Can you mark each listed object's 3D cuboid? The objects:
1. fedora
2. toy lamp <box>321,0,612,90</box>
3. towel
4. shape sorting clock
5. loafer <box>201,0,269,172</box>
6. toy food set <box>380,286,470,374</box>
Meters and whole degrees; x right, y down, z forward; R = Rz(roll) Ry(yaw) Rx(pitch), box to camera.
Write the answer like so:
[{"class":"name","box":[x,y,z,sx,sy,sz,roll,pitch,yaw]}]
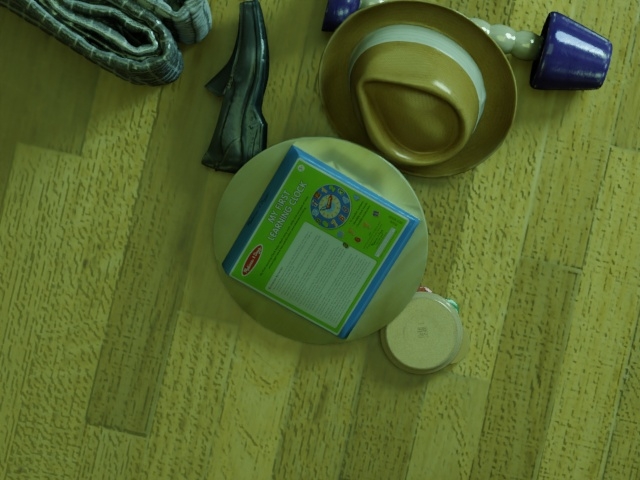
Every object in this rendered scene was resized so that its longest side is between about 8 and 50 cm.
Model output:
[{"class":"fedora","box":[0.087,-0.129,1.830,0.194,0.079,0.194,4,119,7]},{"class":"toy lamp","box":[0.141,-0.200,1.870,0.275,0.080,0.080,13,88,-1]},{"class":"towel","box":[-0.240,-0.247,1.784,0.284,0.235,0.121,33,92,0]},{"class":"shape sorting clock","box":[0.000,0.000,1.859,0.206,0.040,0.206,1,110,4]},{"class":"loafer","box":[-0.081,-0.147,1.872,0.061,0.062,0.170,3,87,3]},{"class":"toy food set","box":[0.098,0.088,1.888,0.083,0.020,0.082,-23,89,-2]}]
